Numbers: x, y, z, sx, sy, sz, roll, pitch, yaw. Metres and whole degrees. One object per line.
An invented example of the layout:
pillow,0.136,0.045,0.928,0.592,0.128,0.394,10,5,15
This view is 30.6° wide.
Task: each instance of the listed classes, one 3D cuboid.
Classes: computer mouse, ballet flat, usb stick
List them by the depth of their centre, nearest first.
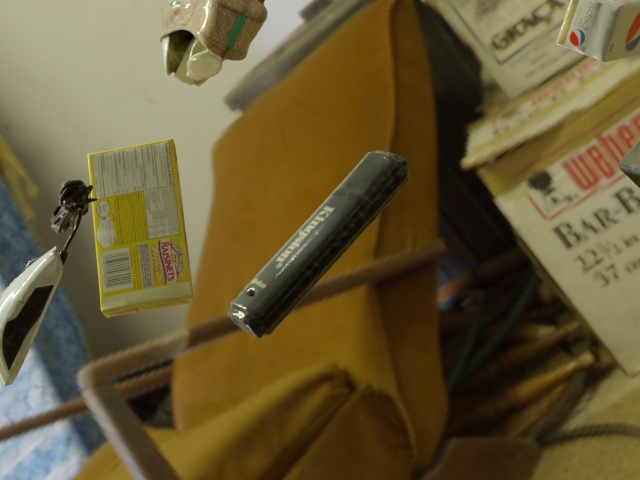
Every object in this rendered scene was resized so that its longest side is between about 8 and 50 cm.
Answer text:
computer mouse,-0.259,0.037,1.052,0.193,0.042,0.106,-68,15,-13
usb stick,0.000,0.000,1.385,0.278,0.045,0.077,-48,39,-14
ballet flat,-0.154,-0.253,1.481,0.316,0.107,0.106,-174,101,-74

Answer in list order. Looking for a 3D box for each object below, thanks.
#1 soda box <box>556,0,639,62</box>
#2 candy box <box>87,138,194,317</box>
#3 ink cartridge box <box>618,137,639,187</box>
soda box,0.380,-0.277,1.464,0.216,0.069,0.074,-20,-49,-51
candy box,-0.211,-0.017,1.362,0.105,0.206,0.027,-9,-23,-1
ink cartridge box,0.372,0.060,0.797,0.069,0.371,0.176,-48,7,3
